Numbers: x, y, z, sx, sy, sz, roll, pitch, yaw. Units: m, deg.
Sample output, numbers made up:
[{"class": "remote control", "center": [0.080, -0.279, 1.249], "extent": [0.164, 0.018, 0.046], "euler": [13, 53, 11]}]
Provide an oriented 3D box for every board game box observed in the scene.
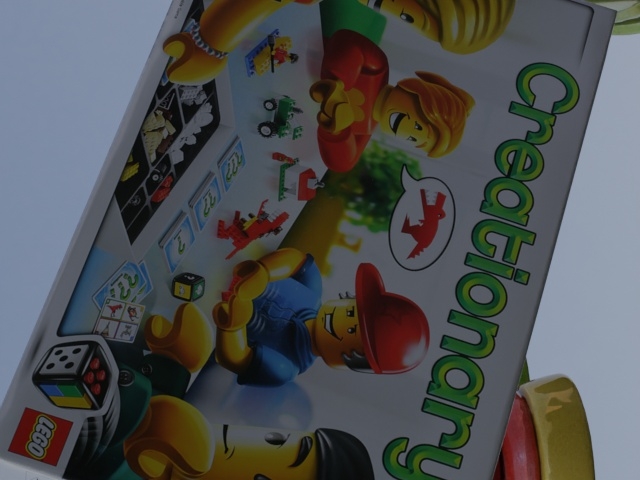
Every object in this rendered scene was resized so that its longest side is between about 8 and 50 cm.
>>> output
[{"class": "board game box", "center": [0.000, 0.000, 0.844], "extent": [0.053, 0.193, 0.305], "euler": [105, -177, -59]}]

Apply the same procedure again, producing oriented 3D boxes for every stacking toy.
[{"class": "stacking toy", "center": [0.077, 0.199, 1.301], "extent": [0.279, 0.130, 0.309], "euler": [-110, 19, -66]}]

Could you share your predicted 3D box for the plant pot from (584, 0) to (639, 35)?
[{"class": "plant pot", "center": [0.161, -0.269, 1.490], "extent": [0.254, 0.276, 0.276], "euler": [-24, -63, -51]}]
